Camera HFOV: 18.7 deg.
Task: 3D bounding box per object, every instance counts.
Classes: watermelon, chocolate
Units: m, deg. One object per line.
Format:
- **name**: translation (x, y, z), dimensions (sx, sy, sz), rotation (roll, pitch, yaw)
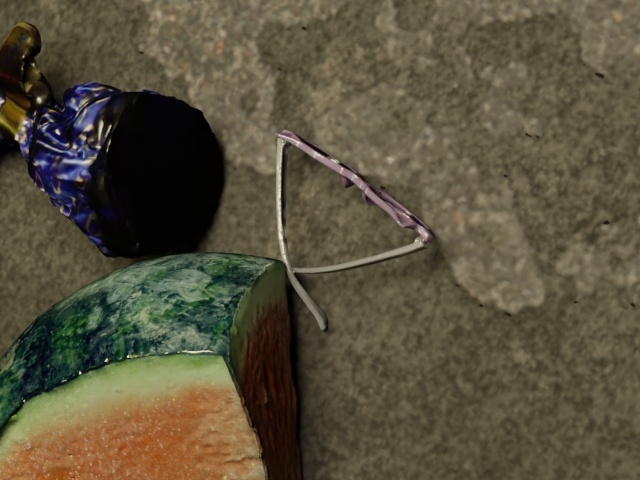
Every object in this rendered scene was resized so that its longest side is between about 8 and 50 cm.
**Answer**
- **watermelon**: translation (-0.129, 0.146, 1.280), dimensions (0.226, 0.148, 0.318), rotation (43, 100, 3)
- **chocolate**: translation (-0.228, -0.091, 1.423), dimensions (0.343, 0.126, 0.148), rotation (19, 116, 36)

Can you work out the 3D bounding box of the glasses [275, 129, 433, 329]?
- **glasses**: translation (0.000, 0.000, 1.309), dimensions (0.140, 0.062, 0.104), rotation (39, 99, 29)
